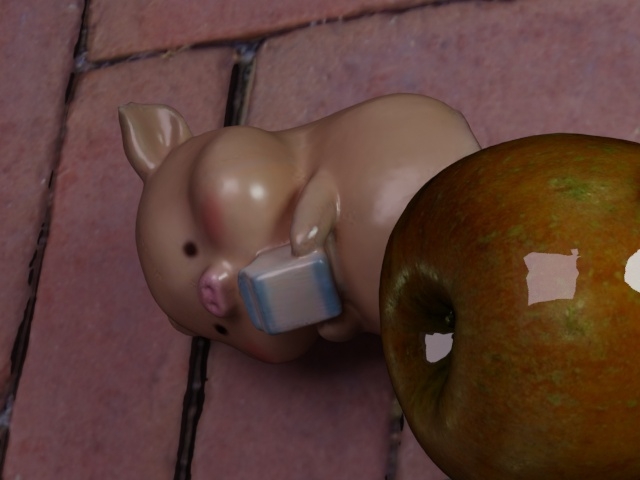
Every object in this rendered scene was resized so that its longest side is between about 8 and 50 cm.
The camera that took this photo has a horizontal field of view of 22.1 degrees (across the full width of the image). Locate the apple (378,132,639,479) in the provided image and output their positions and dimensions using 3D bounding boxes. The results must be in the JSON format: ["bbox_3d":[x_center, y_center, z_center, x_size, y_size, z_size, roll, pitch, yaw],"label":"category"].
[{"bbox_3d":[0.148,0.040,0.932,0.207,0.237,0.237,-7,52,-18],"label":"apple"}]

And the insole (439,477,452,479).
[{"bbox_3d":[0.016,0.210,1.086,0.232,0.003,0.080,-31,24,27],"label":"insole"}]

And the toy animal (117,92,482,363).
[{"bbox_3d":[-0.004,0.001,1.145,0.256,0.195,0.213,-10,24,2],"label":"toy animal"}]
